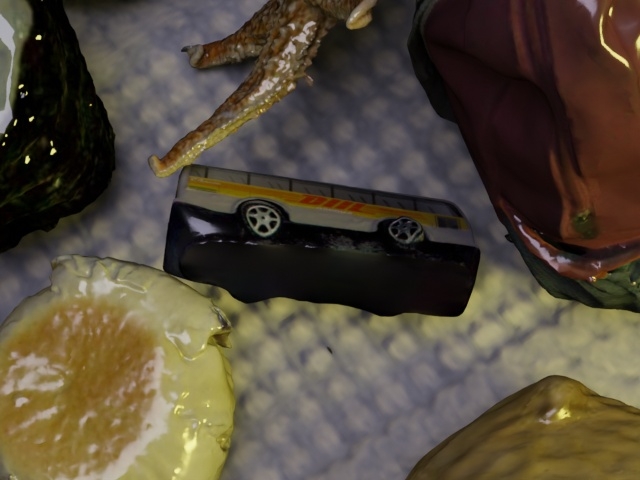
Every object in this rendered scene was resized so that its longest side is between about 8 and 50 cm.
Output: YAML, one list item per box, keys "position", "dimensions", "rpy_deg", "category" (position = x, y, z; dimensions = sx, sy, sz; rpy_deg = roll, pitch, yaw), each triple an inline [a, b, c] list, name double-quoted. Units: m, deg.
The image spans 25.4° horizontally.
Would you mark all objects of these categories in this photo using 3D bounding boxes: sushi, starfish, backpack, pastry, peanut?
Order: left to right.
- position: [-0.303, -0.078, 0.830]
  dimensions: [0.350, 0.171, 0.211]
  rpy_deg: [-7, 77, 7]
  category: "sushi"
- position: [-0.122, 0.091, 0.802]
  dimensions: [0.166, 0.088, 0.166]
  rpy_deg: [-2, 76, 7]
  category: "pastry"
- position: [-0.007, -0.126, 0.788]
  dimensions: [0.048, 0.295, 0.231]
  rpy_deg: [41, 109, -18]
  category: "starfish"
- position: [0.134, 0.186, 0.731]
  dimensions: [0.197, 0.110, 0.233]
  rpy_deg: [-18, 76, 3]
  category: "peanut"
- position: [0.138, -0.125, 0.701]
  dimensions: [0.197, 0.317, 0.283]
  rpy_deg: [0, 74, 27]
  category: "backpack"

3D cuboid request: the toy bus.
- position: [0.000, 0.000, 0.796]
  dimensions: [0.172, 0.057, 0.072]
  rpy_deg: [7, 33, -7]
  category: "toy bus"
